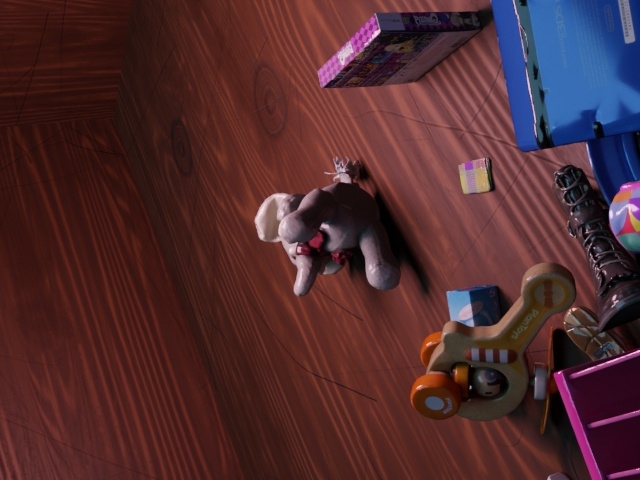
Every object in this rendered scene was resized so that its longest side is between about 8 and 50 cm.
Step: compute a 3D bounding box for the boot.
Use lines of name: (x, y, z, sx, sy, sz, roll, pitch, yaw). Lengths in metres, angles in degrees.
boot: (0.377, 0.003, 1.159, 0.228, 0.091, 0.263, 67, -166, 10)

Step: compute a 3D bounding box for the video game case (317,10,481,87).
video game case: (0.136, -0.339, 1.513, 0.232, 0.210, 0.041, -30, 71, 62)

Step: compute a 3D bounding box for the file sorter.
file sorter: (0.475, 0.266, 1.064, 0.182, 0.202, 0.290, -42, 61, 57)

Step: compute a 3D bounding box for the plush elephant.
plush elephant: (0.000, 0.000, 1.837, 0.255, 0.272, 0.330, -53, 22, 38)

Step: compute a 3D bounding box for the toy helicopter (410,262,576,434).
toy helicopter: (0.316, 0.179, 1.376, 0.355, 0.235, 0.140, -63, 2, 37)

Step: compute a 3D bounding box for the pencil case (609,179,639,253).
pencil case: (0.445, -0.046, 0.970, 0.236, 0.105, 0.104, -20, 80, 62)

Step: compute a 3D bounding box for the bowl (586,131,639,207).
bowl: (0.494, -0.154, 1.033, 0.391, 0.077, 0.390, 29, 123, 57)

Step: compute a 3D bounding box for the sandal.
sandal: (0.437, 0.170, 1.263, 0.180, 0.049, 0.072, 54, 132, 13)

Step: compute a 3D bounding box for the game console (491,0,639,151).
game console: (0.342, -0.281, 1.158, 0.250, 0.173, 0.292, -9, 95, 32)

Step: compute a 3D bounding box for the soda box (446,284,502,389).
soda box: (0.291, 0.189, 1.537, 0.071, 0.067, 0.210, -8, 91, 63)

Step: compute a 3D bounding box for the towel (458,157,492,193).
towel: (0.281, -0.115, 1.524, 0.083, 0.010, 0.060, -8, 92, 63)

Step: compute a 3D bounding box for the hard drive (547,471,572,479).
hard drive: (0.424, 0.575, 1.431, 0.203, 0.040, 0.307, 47, 138, 47)
